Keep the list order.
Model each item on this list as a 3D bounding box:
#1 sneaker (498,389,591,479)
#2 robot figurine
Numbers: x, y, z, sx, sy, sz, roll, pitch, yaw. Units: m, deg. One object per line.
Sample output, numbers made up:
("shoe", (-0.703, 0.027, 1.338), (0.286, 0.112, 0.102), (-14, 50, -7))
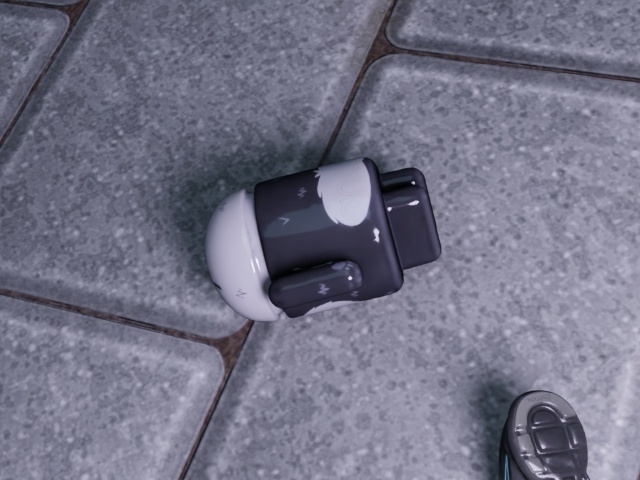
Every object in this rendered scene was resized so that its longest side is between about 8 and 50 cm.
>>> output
("sneaker", (0.244, 0.289, 1.235), (0.101, 0.106, 0.267), (-5, 73, -14))
("robot figurine", (0.001, 0.001, 1.451), (0.278, 0.209, 0.173), (-14, 76, 5))
